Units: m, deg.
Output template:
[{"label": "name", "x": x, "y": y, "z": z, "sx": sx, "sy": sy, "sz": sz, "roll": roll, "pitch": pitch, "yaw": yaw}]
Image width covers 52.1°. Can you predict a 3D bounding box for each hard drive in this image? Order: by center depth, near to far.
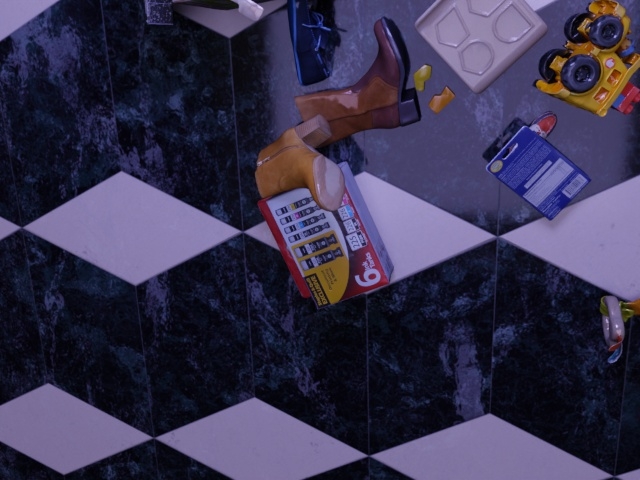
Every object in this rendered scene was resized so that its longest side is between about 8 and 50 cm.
[{"label": "hard drive", "x": -0.369, "y": -0.662, "z": 1.481, "sx": 0.064, "sy": 0.237, "sz": 0.339, "roll": -3, "pitch": 109, "yaw": -13}]

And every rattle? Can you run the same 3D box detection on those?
[{"label": "rattle", "x": 0.737, "y": 0.212, "z": 1.545, "sx": 0.142, "sy": 0.200, "sz": 0.130, "roll": 13, "pitch": 109, "yaw": 7}]

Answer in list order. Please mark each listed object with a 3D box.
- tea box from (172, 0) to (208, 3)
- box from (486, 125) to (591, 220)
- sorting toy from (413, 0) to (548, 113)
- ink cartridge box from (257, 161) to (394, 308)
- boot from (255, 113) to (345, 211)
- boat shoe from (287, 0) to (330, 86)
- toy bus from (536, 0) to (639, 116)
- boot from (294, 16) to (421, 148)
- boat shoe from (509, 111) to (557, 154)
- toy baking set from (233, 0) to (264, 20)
[{"label": "tea box", "x": -0.133, "y": -0.636, "z": 1.393, "sx": 0.323, "sy": 0.329, "sz": 0.220, "roll": -6, "pitch": 105, "yaw": 14}, {"label": "box", "x": 0.507, "y": -0.160, "z": 1.537, "sx": 0.225, "sy": 0.036, "sz": 0.136, "roll": 34, "pitch": 111, "yaw": -19}, {"label": "sorting toy", "x": 0.331, "y": -0.455, "z": 1.511, "sx": 0.229, "sy": 0.041, "sz": 0.307, "roll": 44, "pitch": 113, "yaw": -9}, {"label": "ink cartridge box", "x": 0.000, "y": 0.000, "z": 1.666, "sx": 0.271, "sy": 0.130, "sz": 0.310, "roll": -22, "pitch": 101, "yaw": 18}, {"label": "boot", "x": -0.058, "y": -0.143, "z": 1.532, "sx": 0.211, "sy": 0.295, "sz": 0.104, "roll": -31, "pitch": 137, "yaw": 29}, {"label": "boat shoe", "x": -0.024, "y": -0.471, "z": 1.505, "sx": 0.089, "sy": 0.258, "sz": 0.109, "roll": -11, "pitch": 64, "yaw": -1}, {"label": "toy bus", "x": 0.621, "y": -0.380, "z": 1.429, "sx": 0.211, "sy": 0.149, "sz": 0.220, "roll": 26, "pitch": 108, "yaw": -12}, {"label": "boot", "x": 0.073, "y": -0.369, "z": 1.555, "sx": 0.280, "sy": 0.096, "sz": 0.264, "roll": -10, "pitch": 127, "yaw": 18}, {"label": "boat shoe", "x": 0.500, "y": -0.245, "z": 1.537, "sx": 0.049, "sy": 0.043, "sz": 0.137, "roll": 45, "pitch": 109, "yaw": -2}, {"label": "toy baking set", "x": -0.180, "y": -0.550, "z": 1.236, "sx": 0.196, "sy": 0.030, "sz": 0.256, "roll": 5, "pitch": 107, "yaw": 10}]
